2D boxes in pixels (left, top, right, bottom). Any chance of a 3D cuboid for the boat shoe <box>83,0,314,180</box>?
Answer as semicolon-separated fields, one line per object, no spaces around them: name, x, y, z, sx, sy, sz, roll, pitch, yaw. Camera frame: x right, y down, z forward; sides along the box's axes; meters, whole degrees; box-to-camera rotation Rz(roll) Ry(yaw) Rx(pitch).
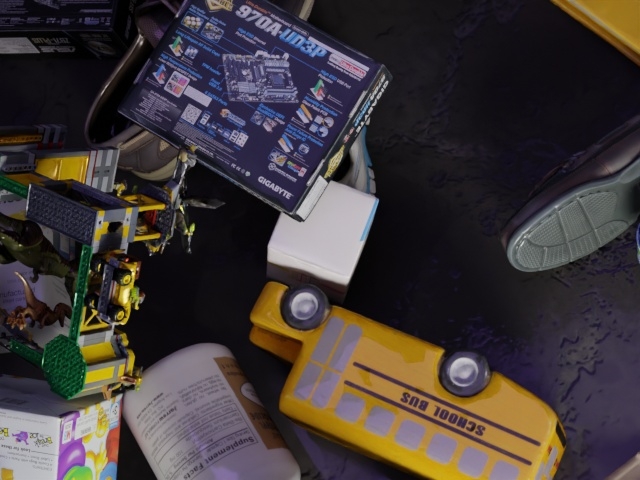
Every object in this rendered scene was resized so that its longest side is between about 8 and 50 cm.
boat shoe;-0.130;-0.210;1.690;0.132;0.130;0.355;45;111;28

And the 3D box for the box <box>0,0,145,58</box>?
box;-0.302;-0.295;1.861;0.180;0.077;0.147;1;71;15

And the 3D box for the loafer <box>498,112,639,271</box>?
loafer;0.292;-0.063;1.619;0.267;0.096;0.084;-31;45;-5

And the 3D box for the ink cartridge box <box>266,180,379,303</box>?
ink cartridge box;0.000;0.000;1.642;0.090;0.143;0.092;20;76;3

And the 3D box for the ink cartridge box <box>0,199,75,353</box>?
ink cartridge box;-0.358;0.012;1.754;0.154;0.093;0.212;-8;67;13

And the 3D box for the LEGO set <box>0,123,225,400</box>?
LEGO set;-0.250;0.010;1.599;0.331;0.192;0.255;13;103;37

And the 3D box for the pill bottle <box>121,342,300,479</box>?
pill bottle;-0.095;0.228;1.579;0.131;0.131;0.229;-33;66;1

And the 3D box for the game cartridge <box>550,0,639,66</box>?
game cartridge;0.390;-0.358;1.718;0.324;0.052;0.285;-44;65;-7

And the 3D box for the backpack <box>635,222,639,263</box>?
backpack;0.371;0.011;1.560;0.105;0.084;0.114;-45;71;-5

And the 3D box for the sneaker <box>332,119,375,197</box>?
sneaker;0.017;-0.123;1.709;0.071;0.083;0.190;-17;65;10

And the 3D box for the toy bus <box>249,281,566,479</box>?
toy bus;0.078;0.156;1.574;0.333;0.108;0.130;21;78;21

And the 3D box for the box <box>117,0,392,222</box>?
box;-0.067;-0.146;1.575;0.220;0.051;0.175;30;87;16

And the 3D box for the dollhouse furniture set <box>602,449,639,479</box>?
dollhouse furniture set;0.283;0.280;1.518;0.152;0.058;0.076;-34;56;-20

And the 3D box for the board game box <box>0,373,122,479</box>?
board game box;-0.296;0.286;1.553;0.144;0.142;0.275;7;96;17
